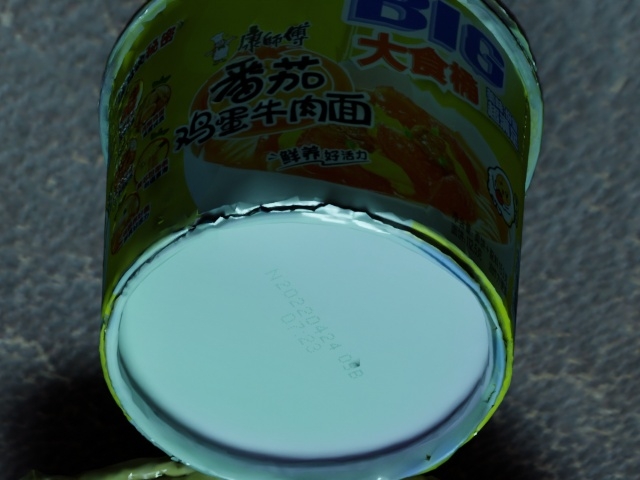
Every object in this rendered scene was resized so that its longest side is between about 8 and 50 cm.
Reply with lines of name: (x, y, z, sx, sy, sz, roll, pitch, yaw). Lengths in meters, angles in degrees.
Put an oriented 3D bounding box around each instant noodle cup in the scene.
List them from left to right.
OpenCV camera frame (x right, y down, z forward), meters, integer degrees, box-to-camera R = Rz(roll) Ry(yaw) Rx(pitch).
instant noodle cup: (0.000, 0.000, 0.654, 0.205, 0.153, 0.205, 0, 132, 0)

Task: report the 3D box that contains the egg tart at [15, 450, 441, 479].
egg tart: (-0.029, 0.204, 0.851, 0.341, 0.129, 0.341, 1, 130, 2)
